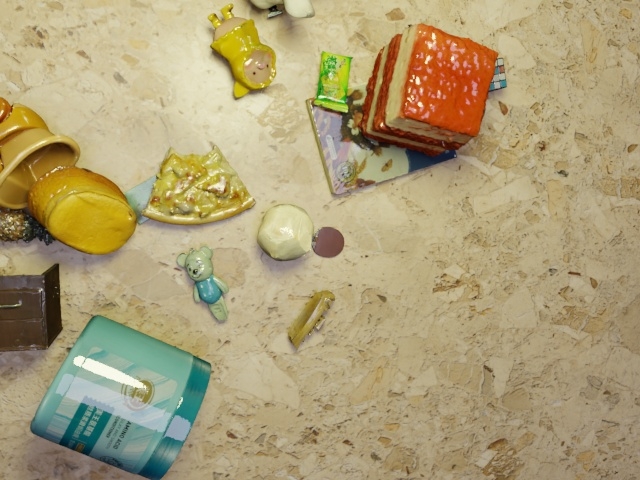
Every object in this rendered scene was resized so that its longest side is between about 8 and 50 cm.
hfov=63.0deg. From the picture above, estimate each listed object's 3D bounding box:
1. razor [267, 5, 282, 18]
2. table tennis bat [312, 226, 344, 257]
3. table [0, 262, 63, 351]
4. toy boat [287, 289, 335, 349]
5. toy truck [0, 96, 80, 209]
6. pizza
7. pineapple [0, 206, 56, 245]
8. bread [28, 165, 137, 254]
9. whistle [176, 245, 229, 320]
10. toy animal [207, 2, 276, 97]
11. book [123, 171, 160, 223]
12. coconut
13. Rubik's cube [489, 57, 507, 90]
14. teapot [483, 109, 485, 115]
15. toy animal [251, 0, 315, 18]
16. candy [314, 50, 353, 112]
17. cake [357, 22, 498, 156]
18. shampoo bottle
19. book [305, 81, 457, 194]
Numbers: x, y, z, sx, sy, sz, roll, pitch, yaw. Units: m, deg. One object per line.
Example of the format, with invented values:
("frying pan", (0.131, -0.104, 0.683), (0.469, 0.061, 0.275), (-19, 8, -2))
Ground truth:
("razor", (-0.153, -0.703, 1.471), (0.044, 0.028, 0.155), (-20, 92, 1))
("table tennis bat", (0.000, 0.000, 1.615), (0.157, 0.014, 0.095), (13, 96, -17))
("table", (-0.785, 0.170, 1.360), (0.169, 0.172, 0.193), (0, 98, -14))
("toy boat", (-0.026, 0.246, 1.620), (0.072, 0.064, 0.206), (35, 90, -34))
("toy truck", (-0.768, -0.212, 1.276), (0.288, 0.204, 0.212), (-42, 83, -9))
("pizza", (-0.342, -0.155, 1.466), (0.323, 0.089, 0.223), (-7, 99, -19))
("pineapple", (-0.785, -0.036, 1.373), (0.197, 0.108, 0.108), (17, 93, -21))
("bread", (-0.606, -0.075, 1.347), (0.195, 0.142, 0.269), (-50, 147, 2))
("whistle", (-0.331, 0.130, 1.521), (0.113, 0.077, 0.236), (-18, 105, 9))
("toy animal", (-0.217, -0.522, 1.432), (0.156, 0.156, 0.230), (-32, 114, -8))
("book", (-0.477, -0.119, 1.478), (0.135, 0.017, 0.103), (-32, 103, -9))
("coconut", (-0.100, -0.015, 1.502), (0.160, 0.161, 0.162), (18, 60, -16))
("Rubik's cube", (0.512, -0.509, 1.631), (0.092, 0.092, 0.092), (-14, 100, -12))
("teapot", (0.455, -0.373, 1.617), (0.111, 0.149, 0.108), (-3, 123, 3))
("toy animal", (-0.135, -0.717, 1.336), (0.367, 0.241, 0.196), (33, 94, -1))
("candy", (0.040, -0.467, 1.525), (0.102, 0.032, 0.179), (9, 79, -7))
("cake", (0.290, -0.398, 1.433), (0.269, 0.319, 0.270), (12, 91, -14))
("shampoo bottle", (-0.517, 0.408, 1.380), (0.342, 0.331, 0.331), (29, 90, -14))
("book", (0.195, -0.340, 1.603), (0.427, 0.039, 0.300), (-19, 100, -11))
